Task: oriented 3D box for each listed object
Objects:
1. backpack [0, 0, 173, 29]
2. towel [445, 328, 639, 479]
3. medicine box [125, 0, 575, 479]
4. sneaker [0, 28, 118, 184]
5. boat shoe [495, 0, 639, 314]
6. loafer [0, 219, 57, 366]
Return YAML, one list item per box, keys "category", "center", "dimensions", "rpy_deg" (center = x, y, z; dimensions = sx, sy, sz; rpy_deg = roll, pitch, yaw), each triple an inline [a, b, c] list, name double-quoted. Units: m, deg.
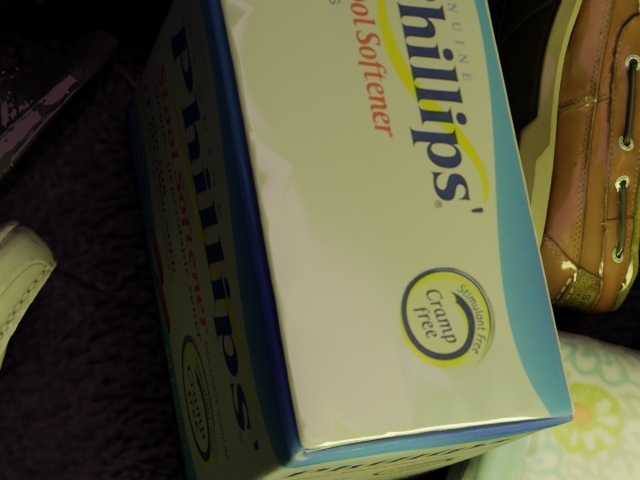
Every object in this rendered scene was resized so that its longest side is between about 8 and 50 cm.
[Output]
- category: "backpack"
  center: [-0.117, -0.275, 1.052]
  dimensions: [0.225, 0.191, 0.253]
  rpy_deg: [3, 71, -12]
- category: "towel"
  center: [0.207, 0.263, 1.012]
  dimensions: [0.321, 0.090, 0.374]
  rpy_deg: [16, 83, -5]
- category: "medicine box"
  center: [0.000, 0.000, 0.947]
  dimensions: [0.149, 0.289, 0.263]
  rpy_deg: [-8, 78, -15]
- category: "sneaker"
  center: [-0.207, -0.087, 1.047]
  dimensions: [0.089, 0.051, 0.170]
  rpy_deg: [41, 74, -5]
- category: "boat shoe"
  center: [0.174, -0.103, 1.119]
  dimensions: [0.104, 0.111, 0.307]
  rpy_deg: [15, 83, -13]
- category: "loafer"
  center: [-0.231, 0.138, 0.961]
  dimensions: [0.111, 0.112, 0.319]
  rpy_deg: [32, 79, -9]
